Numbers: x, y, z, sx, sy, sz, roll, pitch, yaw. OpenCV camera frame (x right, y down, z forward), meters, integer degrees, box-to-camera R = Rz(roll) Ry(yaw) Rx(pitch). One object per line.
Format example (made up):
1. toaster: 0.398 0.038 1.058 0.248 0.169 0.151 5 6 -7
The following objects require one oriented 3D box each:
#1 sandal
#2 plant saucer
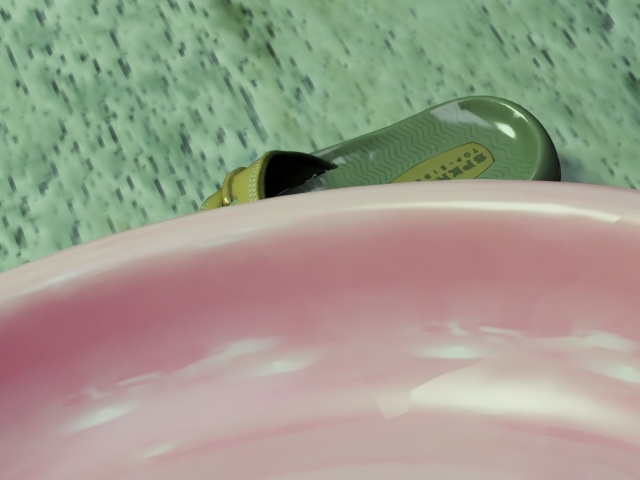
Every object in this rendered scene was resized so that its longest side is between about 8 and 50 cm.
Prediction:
1. sandal: 0.000 0.000 0.604 0.219 0.060 0.090 -29 58 -21
2. plant saucer: -0.011 0.090 0.366 0.332 0.084 0.332 -11 24 5
